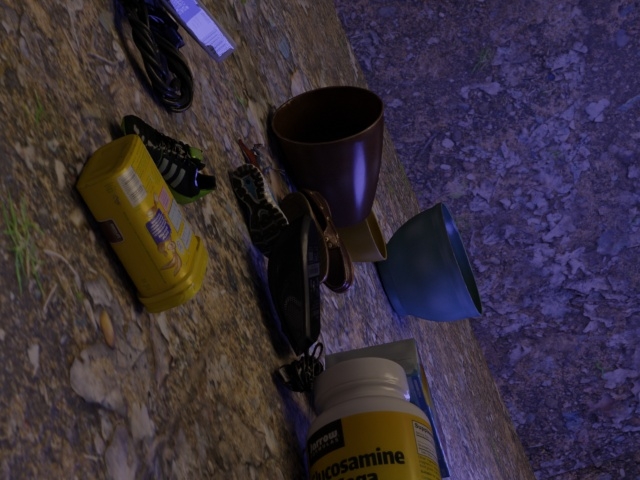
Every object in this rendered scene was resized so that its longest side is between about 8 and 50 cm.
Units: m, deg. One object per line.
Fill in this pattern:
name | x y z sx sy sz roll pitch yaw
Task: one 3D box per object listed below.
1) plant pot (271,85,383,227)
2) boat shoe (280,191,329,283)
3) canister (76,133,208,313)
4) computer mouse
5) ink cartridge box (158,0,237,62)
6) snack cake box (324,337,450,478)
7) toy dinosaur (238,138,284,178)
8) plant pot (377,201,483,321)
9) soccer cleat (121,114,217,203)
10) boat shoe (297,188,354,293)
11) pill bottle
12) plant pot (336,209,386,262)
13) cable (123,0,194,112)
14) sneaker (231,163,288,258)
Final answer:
plant pot | 0.032 -0.148 2.298 0.215 0.215 0.230 -92 172 -55
boat shoe | -0.019 -0.001 2.109 0.060 0.064 0.178 39 30 -64
canister | -0.199 -0.021 1.330 0.126 0.073 0.170 -86 152 -62
computer mouse | -0.044 0.096 1.812 0.188 0.072 0.272 18 71 -78
ink cartridge box | -0.237 -0.384 1.725 0.224 0.045 0.223 50 3 26
snack cake box | 0.112 0.289 1.938 0.089 0.152 0.264 -93 167 -49
toy dinosaur | -0.110 -0.119 2.009 0.090 0.047 0.082 13 61 -36
plant pot | 0.255 0.074 2.880 0.293 0.196 0.293 -19 90 -78
soccer cleat | -0.191 -0.108 1.496 0.179 0.072 0.060 53 21 -54
boat shoe | 0.000 0.000 2.187 0.207 0.073 0.073 67 12 21
pill bottle | 0.078 0.343 1.677 0.188 0.188 0.334 55 21 -51
plant pot | 0.068 -0.009 2.429 0.134 0.095 0.134 -20 90 -79
cable | -0.230 -0.262 1.659 0.184 0.047 0.150 46 31 -68
sneaker | -0.086 -0.048 1.894 0.073 0.063 0.162 -26 96 -81
